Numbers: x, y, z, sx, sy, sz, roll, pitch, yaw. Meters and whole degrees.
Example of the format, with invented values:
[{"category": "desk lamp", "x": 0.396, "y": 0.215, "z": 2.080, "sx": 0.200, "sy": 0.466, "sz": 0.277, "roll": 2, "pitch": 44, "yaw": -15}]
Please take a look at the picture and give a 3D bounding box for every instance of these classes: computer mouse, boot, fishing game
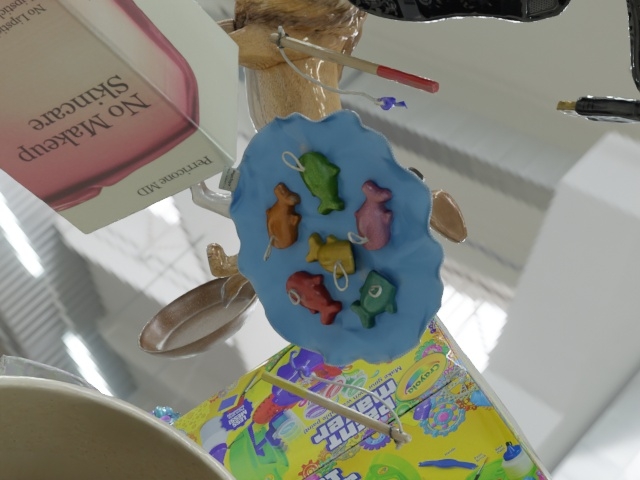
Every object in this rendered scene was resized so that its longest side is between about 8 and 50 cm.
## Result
[{"category": "computer mouse", "x": 0.125, "y": -0.158, "z": 0.880, "sx": 0.262, "sy": 0.060, "sz": 0.184, "roll": 6, "pitch": -44, "yaw": 45}, {"category": "boot", "x": 0.114, "y": -0.026, "z": 1.561, "sx": 0.118, "sy": 0.042, "sz": 0.087, "roll": 56, "pitch": -27, "yaw": 19}, {"category": "fishing game", "x": 0.000, "y": 0.000, "z": 0.928, "sx": 0.189, "sy": 0.041, "sz": 0.264, "roll": 24, "pitch": -60, "yaw": 35}]

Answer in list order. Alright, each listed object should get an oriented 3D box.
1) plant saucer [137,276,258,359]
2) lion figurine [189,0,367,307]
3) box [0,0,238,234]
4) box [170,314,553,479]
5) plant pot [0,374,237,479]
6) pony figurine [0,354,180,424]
[{"category": "plant saucer", "x": -0.167, "y": 0.114, "z": 1.988, "sx": 0.198, "sy": 0.198, "sz": 0.036, "roll": 5, "pitch": -53, "yaw": 56}, {"category": "lion figurine", "x": -0.027, "y": -0.136, "z": 1.436, "sx": 0.142, "sy": 0.240, "sz": 0.392, "roll": -127, "pitch": -153, "yaw": -72}, {"category": "box", "x": -0.182, "y": -0.133, "z": 0.982, "sx": 0.148, "sy": 0.127, "sz": 0.232, "roll": -24, "pitch": -43, "yaw": 24}, {"category": "box", "x": 0.054, "y": 0.237, "z": 1.377, "sx": 0.279, "sy": 0.290, "sz": 0.177, "roll": 53, "pitch": 5, "yaw": -37}, {"category": "plant pot", "x": -0.168, "y": 0.250, "z": 0.672, "sx": 0.256, "sy": 0.256, "sz": 0.274, "roll": 40, "pitch": -46, "yaw": 14}, {"category": "pony figurine", "x": -0.273, "y": 0.323, "z": 1.632, "sx": 0.363, "sy": 0.350, "sz": 0.303, "roll": -107, "pitch": -150, "yaw": -54}]
